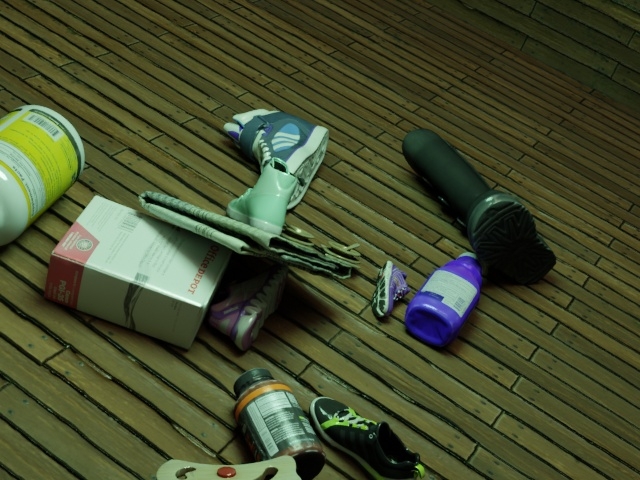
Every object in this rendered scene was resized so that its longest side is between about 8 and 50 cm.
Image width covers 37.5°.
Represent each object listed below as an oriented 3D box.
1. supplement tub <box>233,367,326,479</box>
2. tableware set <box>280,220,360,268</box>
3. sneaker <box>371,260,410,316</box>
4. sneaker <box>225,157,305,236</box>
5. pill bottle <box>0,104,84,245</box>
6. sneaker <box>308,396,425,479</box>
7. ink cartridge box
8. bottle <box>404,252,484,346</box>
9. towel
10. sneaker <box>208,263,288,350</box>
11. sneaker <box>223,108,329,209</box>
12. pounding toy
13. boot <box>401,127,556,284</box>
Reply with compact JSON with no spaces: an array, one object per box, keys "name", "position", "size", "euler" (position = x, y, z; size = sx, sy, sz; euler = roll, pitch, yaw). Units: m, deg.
[{"name":"supplement tub","position":[-0.075,0.302,1.539],"size":[0.106,0.106,0.198],"euler":[-3,40,-31]},{"name":"tableware set","position":[0.000,0.000,1.997],"size":[0.194,0.039,0.128],"euler":[21,8,-9]},{"name":"sneaker","position":[0.153,0.103,1.971],"size":[0.071,0.068,0.170],"euler":[26,33,-3]},{"name":"sneaker","position":[-0.113,-0.096,1.959],"size":[0.094,0.151,0.256],"euler":[22,-1,-23]},{"name":"pill bottle","position":[-0.594,-0.107,1.753],"size":[0.187,0.188,0.334],"euler":[23,34,4]},{"name":"sneaker","position":[0.084,0.327,1.595],"size":[0.234,0.097,0.084],"euler":[37,37,23]},{"name":"ink cartridge box","position":[-0.328,0.057,1.729],"size":[0.283,0.117,0.207],"euler":[21,34,-1]},{"name":"bottle","position":[0.275,0.114,1.993],"size":[0.118,0.092,0.283],"euler":[27,34,12]},{"name":"towel","position":[-0.138,0.002,1.792],"size":[0.324,0.056,0.312],"euler":[19,-3,33]},{"name":"sneaker","position":[-0.138,0.107,1.793],"size":[0.104,0.095,0.236],"euler":[20,34,12]},{"name":"sneaker","position":[-0.134,-0.199,2.198],"size":[0.236,0.130,0.323],"euler":[17,38,11]},{"name":"pounding toy","position":[-0.156,0.410,1.370],"size":[0.269,0.155,0.154],"euler":[-4,14,-30]},{"name":"boot","position":[0.336,-0.127,2.207],"size":[0.367,0.146,0.445],"euler":[44,12,-52]}]
